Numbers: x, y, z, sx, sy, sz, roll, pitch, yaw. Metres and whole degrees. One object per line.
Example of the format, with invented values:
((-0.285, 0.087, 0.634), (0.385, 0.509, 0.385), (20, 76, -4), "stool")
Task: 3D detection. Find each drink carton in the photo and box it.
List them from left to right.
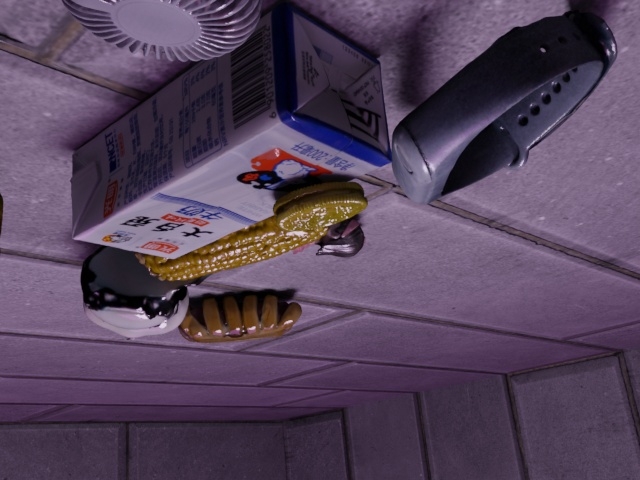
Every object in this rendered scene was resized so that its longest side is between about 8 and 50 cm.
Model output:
((-0.097, -0.076, 0.627), (0.315, 0.107, 0.130), (-22, 154, 37), "drink carton")

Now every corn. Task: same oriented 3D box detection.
((-0.114, -0.010, 0.824), (0.261, 0.097, 0.097), (-14, 158, 17), "corn")

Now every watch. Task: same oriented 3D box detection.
((0.155, -0.107, 0.601), (0.193, 0.068, 0.206), (-30, 166, 1), "watch")

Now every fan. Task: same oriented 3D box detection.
((-0.148, -0.178, 0.398), (0.244, 0.074, 0.130), (12, 165, -28), "fan")

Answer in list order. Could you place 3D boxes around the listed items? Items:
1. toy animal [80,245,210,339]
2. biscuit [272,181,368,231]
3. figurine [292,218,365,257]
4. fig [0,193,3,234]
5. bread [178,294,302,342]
((-0.247, 0.074, 0.950), (0.166, 0.138, 0.179), (15, 151, -9), "toy animal")
((0.000, -0.030, 0.595), (0.084, 0.023, 0.084), (-13, 168, -3), "biscuit")
((0.000, 0.000, 0.940), (0.129, 0.054, 0.072), (-3, 164, -1), "figurine")
((-0.396, -0.017, 0.666), (0.154, 0.144, 0.166), (-35, 142, -16), "fig")
((-0.149, 0.144, 1.252), (0.225, 0.081, 0.134), (-5, 165, -8), "bread")
